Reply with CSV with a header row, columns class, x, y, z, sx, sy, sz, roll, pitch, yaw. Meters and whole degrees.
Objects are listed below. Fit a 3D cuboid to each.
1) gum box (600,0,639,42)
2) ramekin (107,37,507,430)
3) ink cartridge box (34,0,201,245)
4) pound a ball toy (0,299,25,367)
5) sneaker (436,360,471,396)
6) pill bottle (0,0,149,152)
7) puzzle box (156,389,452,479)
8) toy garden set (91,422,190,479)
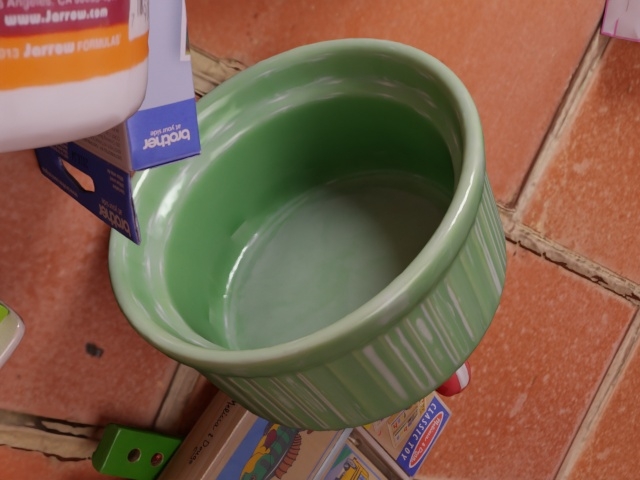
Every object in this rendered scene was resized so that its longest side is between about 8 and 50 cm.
class,x,y,z,sx,sy,sz,roll,pitch,yaw
gum box,0.384,-0.315,1.059,0.107,0.062,0.189,-7,113,-35
ramekin,0.000,0.000,0.760,0.303,0.303,0.148,-47,136,-11
ink cartridge box,-0.156,-0.171,0.636,0.065,0.185,0.311,-17,118,-33
pound a ball toy,-0.341,0.081,0.611,0.319,0.135,0.208,-54,162,-12
sneaker,0.044,0.106,0.909,0.128,0.087,0.221,-49,117,-14
pill bottle,-0.181,-0.248,0.396,0.224,0.224,0.393,-10,114,-33
puzzle box,-0.040,0.265,0.946,0.409,0.052,0.272,-55,132,-19
toy garden set,-0.172,0.298,0.914,0.203,0.049,0.244,25,88,-45
